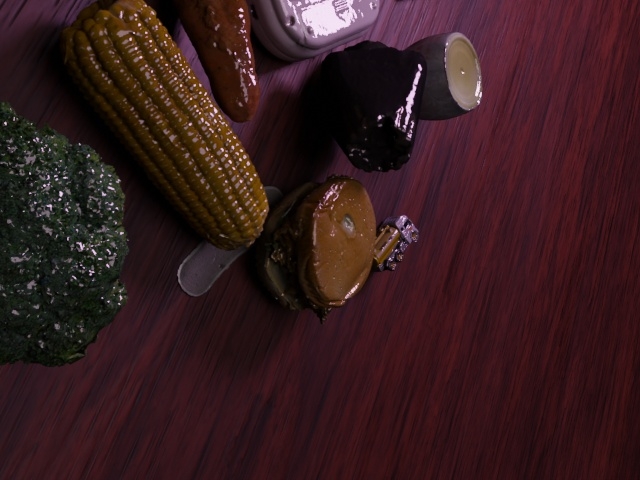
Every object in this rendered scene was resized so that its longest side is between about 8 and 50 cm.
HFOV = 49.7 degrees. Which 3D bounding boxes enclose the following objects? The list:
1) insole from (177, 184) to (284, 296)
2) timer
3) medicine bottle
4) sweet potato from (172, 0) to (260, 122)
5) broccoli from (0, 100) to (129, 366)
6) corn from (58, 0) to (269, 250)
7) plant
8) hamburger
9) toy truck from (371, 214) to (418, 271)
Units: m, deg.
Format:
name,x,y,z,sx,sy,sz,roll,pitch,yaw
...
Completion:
name,x,y,z,sx,sy,sz,roll,pitch,yaw
insole,-0.123,-0.006,0.993,0.232,0.003,0.080,-47,121,-36
timer,-0.017,-0.408,1.052,0.262,0.087,0.237,-35,113,-41
medicine bottle,0.193,-0.284,1.225,0.147,0.143,0.147,6,82,-50
sweet potato,-0.148,-0.319,0.895,0.106,0.095,0.354,0,73,-32
broccoli,-0.300,-0.009,0.678,0.270,0.270,0.269,-72,144,-67
corn,-0.177,-0.134,0.855,0.131,0.131,0.344,-55,127,-31
plant,0.082,-0.219,1.070,0.256,0.165,0.141,-95,-177,-47
hamburger,0.000,0.000,1.039,0.215,0.122,0.189,-54,132,-36
toy truck,0.117,0.006,1.207,0.123,0.052,0.062,-50,117,-32
